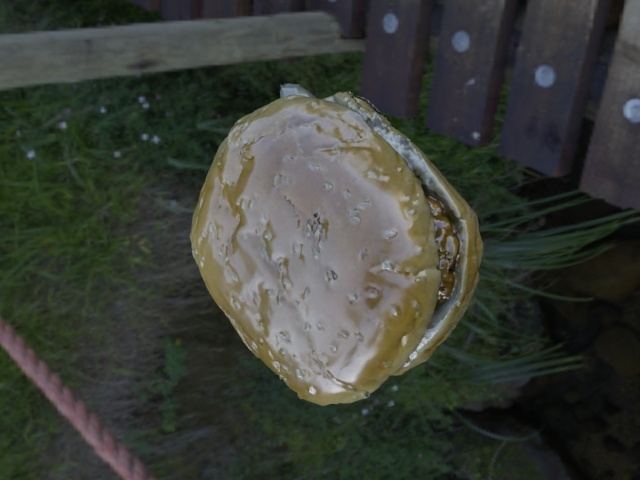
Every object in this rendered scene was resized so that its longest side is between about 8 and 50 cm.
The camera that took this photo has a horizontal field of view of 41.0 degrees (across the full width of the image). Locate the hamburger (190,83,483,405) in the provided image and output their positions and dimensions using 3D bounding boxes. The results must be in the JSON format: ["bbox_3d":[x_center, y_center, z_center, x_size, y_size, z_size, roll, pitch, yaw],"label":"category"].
[{"bbox_3d":[0.000,0.001,0.798,0.283,0.144,0.259,46,128,35],"label":"hamburger"}]
